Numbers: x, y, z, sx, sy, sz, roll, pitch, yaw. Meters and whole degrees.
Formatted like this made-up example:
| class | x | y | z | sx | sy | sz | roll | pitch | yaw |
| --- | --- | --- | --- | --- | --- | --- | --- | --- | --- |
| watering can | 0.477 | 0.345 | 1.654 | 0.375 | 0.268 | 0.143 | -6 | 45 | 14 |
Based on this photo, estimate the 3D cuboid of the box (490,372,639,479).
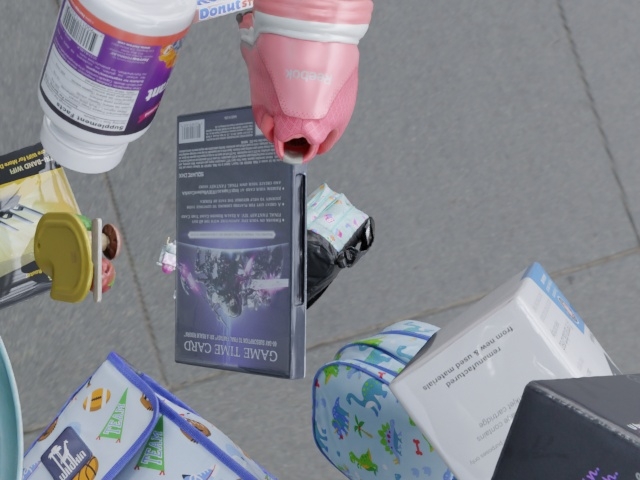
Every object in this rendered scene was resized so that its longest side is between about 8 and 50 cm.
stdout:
| class | x | y | z | sx | sy | sz | roll | pitch | yaw |
| --- | --- | --- | --- | --- | --- | --- | --- | --- | --- |
| box | 0.210 | 0.191 | 0.499 | 0.143 | 0.270 | 0.165 | 4 | 109 | -47 |

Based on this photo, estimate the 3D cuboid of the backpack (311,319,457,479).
| class | x | y | z | sx | sy | sz | roll | pitch | yaw |
| --- | --- | --- | --- | --- | --- | --- | --- | --- | --- |
| backpack | 0.154 | 0.257 | 1.516 | 0.273 | 0.355 | 0.290 | -16 | 124 | -20 |

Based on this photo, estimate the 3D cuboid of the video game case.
| class | x | y | z | sx | sy | sz | roll | pitch | yaw |
| --- | --- | --- | --- | --- | --- | --- | --- | --- | --- |
| video game case | -0.087 | -0.001 | 1.136 | 0.026 | 0.196 | 0.274 | -1 | 91 | -43 |

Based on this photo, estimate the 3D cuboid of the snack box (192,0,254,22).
| class | x | y | z | sx | sy | sz | roll | pitch | yaw |
| --- | --- | --- | --- | --- | --- | --- | --- | --- | --- |
| snack box | -0.149 | -0.324 | 1.481 | 0.178 | 0.064 | 0.022 | -24 | 130 | -35 |

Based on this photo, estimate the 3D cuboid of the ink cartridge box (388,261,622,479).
| class | x | y | z | sx | sy | sz | roll | pitch | yaw |
| --- | --- | --- | --- | --- | --- | --- | --- | --- | --- |
| ink cartridge box | 0.274 | 0.238 | 1.149 | 0.166 | 0.285 | 0.395 | -37 | 86 | 15 |

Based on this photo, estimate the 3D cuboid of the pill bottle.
| class | x | y | z | sx | sy | sz | roll | pitch | yaw |
| --- | --- | --- | --- | --- | --- | --- | --- | --- | --- |
| pill bottle | -0.187 | -0.153 | 0.960 | 0.108 | 0.193 | 0.108 | 16 | 44 | -16 |

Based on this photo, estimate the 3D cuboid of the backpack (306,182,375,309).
| class | x | y | z | sx | sy | sz | roll | pitch | yaw |
| --- | --- | --- | --- | --- | --- | --- | --- | --- | --- |
| backpack | 0.000 | 0.000 | 1.593 | 0.115 | 0.152 | 0.182 | 45 | 40 | -5 |

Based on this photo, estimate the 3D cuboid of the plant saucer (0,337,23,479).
| class | x | y | z | sx | sy | sz | roll | pitch | yaw |
| --- | --- | --- | --- | --- | --- | --- | --- | --- | --- |
| plant saucer | -0.314 | 0.137 | 0.630 | 0.318 | 0.043 | 0.317 | -2 | 74 | 9 |

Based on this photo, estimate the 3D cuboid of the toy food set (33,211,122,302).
| class | x | y | z | sx | sy | sz | roll | pitch | yaw |
| --- | --- | --- | --- | --- | --- | --- | --- | --- | --- |
| toy food set | -0.327 | 0.022 | 1.529 | 0.071 | 0.218 | 0.128 | -6 | 97 | -38 |

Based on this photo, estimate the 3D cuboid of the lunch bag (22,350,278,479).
| class | x | y | z | sx | sy | sz | roll | pitch | yaw |
| --- | --- | --- | --- | --- | --- | --- | --- | --- | --- |
| lunch bag | -0.271 | 0.398 | 1.618 | 0.385 | 0.239 | 0.328 | 37 | 83 | 16 |

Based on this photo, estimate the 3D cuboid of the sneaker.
| class | x | y | z | sx | sy | sz | roll | pitch | yaw |
| --- | --- | --- | --- | --- | --- | --- | --- | --- | --- |
| sneaker | -0.027 | -0.135 | 0.960 | 0.116 | 0.314 | 0.136 | 7 | 92 | -2 |

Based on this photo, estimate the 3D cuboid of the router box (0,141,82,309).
| class | x | y | z | sx | sy | sz | roll | pitch | yaw |
| --- | --- | --- | --- | --- | --- | --- | --- | --- | --- |
| router box | -0.555 | -0.004 | 1.831 | 0.309 | 0.081 | 0.243 | -23 | 90 | -17 |

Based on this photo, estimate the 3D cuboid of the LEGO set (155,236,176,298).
| class | x | y | z | sx | sy | sz | roll | pitch | yaw |
| --- | --- | --- | --- | --- | --- | --- | --- | --- | --- |
| LEGO set | -0.155 | 0.087 | 1.929 | 0.287 | 0.132 | 0.107 | 19 | 89 | -7 |
